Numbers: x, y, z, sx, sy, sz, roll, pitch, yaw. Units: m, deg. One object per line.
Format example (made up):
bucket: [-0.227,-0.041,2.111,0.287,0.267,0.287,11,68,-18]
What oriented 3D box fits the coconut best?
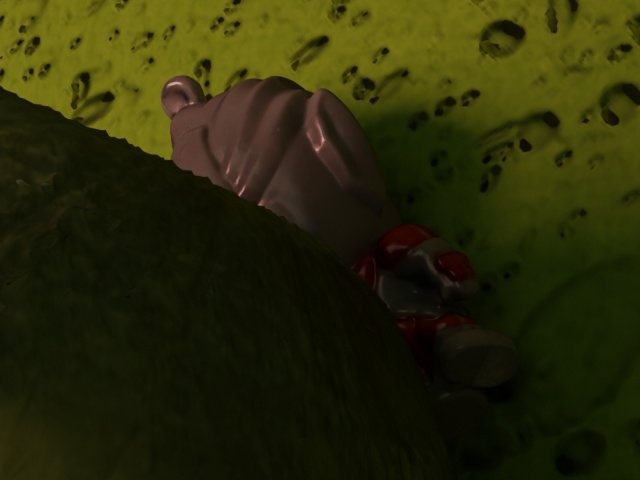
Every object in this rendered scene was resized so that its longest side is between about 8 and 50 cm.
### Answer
coconut: [-0.112,0.124,0.460,0.281,0.328,0.328,24,85,24]

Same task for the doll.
doll: [0.000,0.000,0.583,0.180,0.079,0.094,46,124,26]
